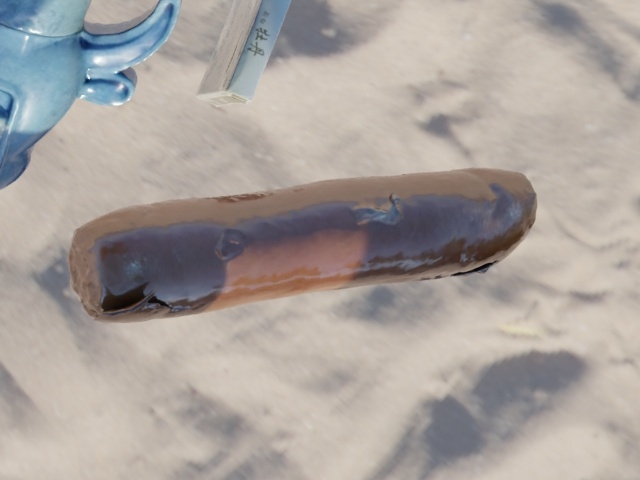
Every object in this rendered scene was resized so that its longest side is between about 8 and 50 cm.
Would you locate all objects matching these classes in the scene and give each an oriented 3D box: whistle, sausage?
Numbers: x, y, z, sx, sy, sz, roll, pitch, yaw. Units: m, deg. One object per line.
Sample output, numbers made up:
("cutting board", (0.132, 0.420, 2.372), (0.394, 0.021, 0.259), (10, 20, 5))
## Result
("whistle", (-0.186, -0.135, 1.159), (0.180, 0.093, 0.269), (21, 118, -8))
("sausage", (0.000, 0.000, 1.468), (0.419, 0.094, 0.094), (-7, 99, -33))

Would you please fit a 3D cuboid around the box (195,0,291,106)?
("box", (-0.066, -0.172, 1.653), (0.029, 0.198, 0.109), (22, 88, -12))
